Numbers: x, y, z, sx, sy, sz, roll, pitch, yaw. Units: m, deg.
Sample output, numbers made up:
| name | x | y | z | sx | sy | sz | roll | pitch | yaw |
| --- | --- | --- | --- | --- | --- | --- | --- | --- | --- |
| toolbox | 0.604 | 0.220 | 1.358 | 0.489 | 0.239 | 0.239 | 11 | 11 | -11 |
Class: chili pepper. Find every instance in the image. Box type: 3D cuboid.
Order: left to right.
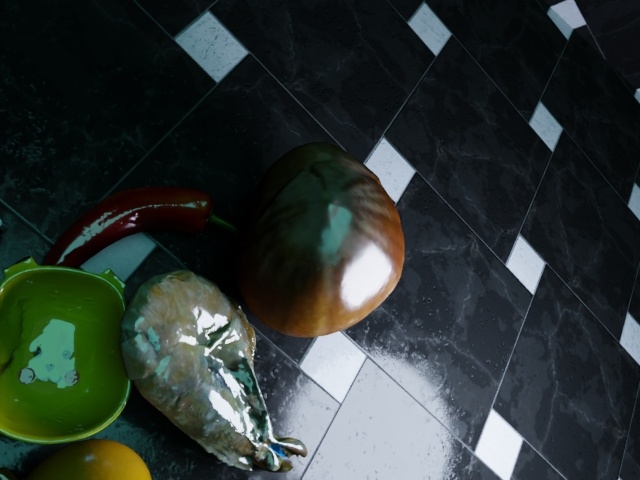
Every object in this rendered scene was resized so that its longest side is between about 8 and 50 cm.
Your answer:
| name | x | y | z | sx | sy | sz | roll | pitch | yaw |
| --- | --- | --- | --- | --- | --- | --- | --- | --- | --- |
| chili pepper | -0.316 | -0.024 | 1.074 | 0.368 | 0.092 | 0.137 | -17 | 106 | -31 |

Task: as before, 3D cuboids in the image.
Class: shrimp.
| name | x | y | z | sx | sy | sz | roll | pitch | yaw |
| --- | --- | --- | --- | --- | --- | --- | --- | --- | --- |
| shrimp | -0.165 | 0.235 | 1.019 | 0.446 | 0.110 | 0.221 | 59 | 42 | -26 |

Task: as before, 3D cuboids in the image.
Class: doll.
| name | x | y | z | sx | sy | sz | roll | pitch | yaw |
| --- | --- | --- | --- | --- | --- | --- | --- | --- | --- |
| doll | -0.356 | 0.369 | 0.846 | 0.236 | 0.213 | 0.213 | 25 | 61 | -8 |

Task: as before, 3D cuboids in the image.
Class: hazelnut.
| name | x | y | z | sx | sy | sz | roll | pitch | yaw |
| --- | --- | --- | --- | --- | --- | --- | --- | --- | --- |
| hazelnut | 0.000 | 0.000 | 1.121 | 0.315 | 0.372 | 0.373 | -2 | 74 | -5 |

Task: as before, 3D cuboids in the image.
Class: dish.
| name | x | y | z | sx | sy | sz | roll | pitch | yaw |
| --- | --- | --- | --- | --- | --- | --- | --- | --- | --- |
| dish | -0.404 | 0.167 | 0.925 | 0.221 | 0.108 | 0.263 | 11 | 71 | -31 |

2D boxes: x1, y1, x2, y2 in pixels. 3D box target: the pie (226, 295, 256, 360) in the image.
| name | x | y | z | sx | sy | sz | roll | pitch | yaw |
| --- | --- | --- | --- | --- | --- | --- | --- | --- | --- |
| pie | -0.207 | 0.174 | 1.095 | 0.195 | 0.046 | 0.195 | 12 | 68 | -31 |

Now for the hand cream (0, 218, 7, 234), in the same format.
| name | x | y | z | sx | sy | sz | roll | pitch | yaw |
| --- | --- | --- | --- | --- | --- | --- | --- | --- | --- |
| hand cream | -0.581 | 0.041 | 0.888 | 0.256 | 0.055 | 0.088 | -39 | 94 | -30 |
